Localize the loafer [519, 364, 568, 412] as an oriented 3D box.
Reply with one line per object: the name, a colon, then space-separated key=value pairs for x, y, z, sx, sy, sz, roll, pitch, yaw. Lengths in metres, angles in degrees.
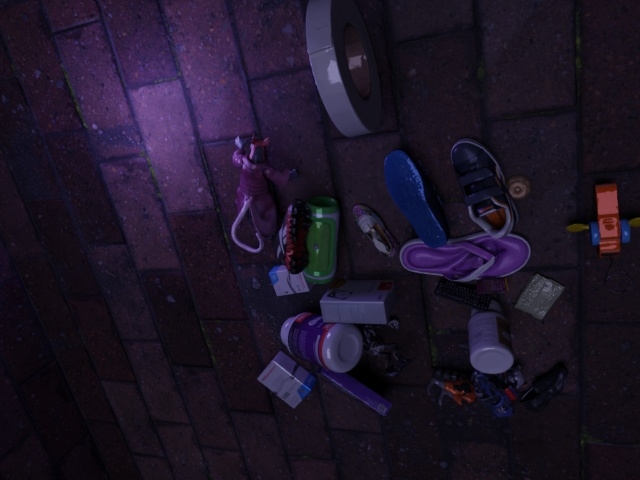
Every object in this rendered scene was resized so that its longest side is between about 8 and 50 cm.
loafer: x=0.775 y=0.513 z=1.719 sx=0.078 sy=0.076 sz=0.223 roll=22 pitch=123 yaw=1

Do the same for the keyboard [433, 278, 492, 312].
keyboard: x=0.482 y=0.174 z=1.662 sx=0.180 sy=0.108 sz=0.023 roll=20 pitch=130 yaw=22

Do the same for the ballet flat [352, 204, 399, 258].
ballet flat: x=0.186 y=-0.027 z=1.694 sx=0.077 sy=0.079 sz=0.221 roll=-36 pitch=97 yaw=31

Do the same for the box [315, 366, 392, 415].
box: x=0.123 y=0.578 z=1.942 sx=0.293 sy=0.057 sz=0.201 roll=33 pitch=162 yaw=3

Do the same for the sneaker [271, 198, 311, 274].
sneaker: x=-0.106 y=-0.023 z=1.686 sx=0.135 sy=0.098 sz=0.276 roll=29 pitch=127 yaw=36

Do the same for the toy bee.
toy bee: x=0.820 y=-0.013 z=1.439 sx=0.195 sy=0.162 sz=0.298 roll=18 pitch=94 yaw=22

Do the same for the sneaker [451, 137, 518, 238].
sneaker: x=0.491 y=-0.153 z=1.487 sx=0.126 sy=0.127 sz=0.321 roll=-28 pitch=101 yaw=42

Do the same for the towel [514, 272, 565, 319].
towel: x=0.713 y=0.184 z=1.621 sx=0.110 sy=0.027 sz=0.148 roll=26 pitch=120 yaw=9

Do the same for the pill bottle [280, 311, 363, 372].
pill bottle: x=-0.006 y=0.369 z=1.844 sx=0.323 sy=0.181 sz=0.181 roll=4 pitch=118 yaw=50

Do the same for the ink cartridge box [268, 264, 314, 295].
ink cartridge box: x=-0.095 y=0.143 z=1.889 sx=0.180 sy=0.060 sz=0.104 roll=-12 pitch=108 yaw=25

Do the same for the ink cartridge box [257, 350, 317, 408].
ink cartridge box: x=-0.141 y=0.587 z=2.095 sx=0.203 sy=0.086 sz=0.148 roll=39 pitch=120 yaw=1

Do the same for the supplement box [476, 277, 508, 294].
supplement box: x=0.562 y=0.150 z=1.622 sx=0.083 sy=0.055 sz=0.043 roll=-2 pitch=76 yaw=-11

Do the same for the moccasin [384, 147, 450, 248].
moccasin: x=0.306 y=-0.137 z=1.581 sx=0.138 sy=0.117 sz=0.342 roll=-16 pitch=106 yaw=35

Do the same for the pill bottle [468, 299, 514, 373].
pill bottle: x=0.548 y=0.304 z=1.610 sx=0.131 sy=0.229 sz=0.131 roll=6 pitch=129 yaw=8

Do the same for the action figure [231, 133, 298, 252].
action figure: x=-0.236 y=-0.192 z=1.677 sx=0.248 sy=0.275 sz=0.370 roll=20 pitch=135 yaw=13

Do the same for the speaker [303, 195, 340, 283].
speaker: x=0.000 y=0.000 z=1.751 sx=0.131 sy=0.131 sz=0.296 roll=10 pitch=117 yaw=16

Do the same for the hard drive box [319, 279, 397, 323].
hard drive box: x=0.139 y=0.215 z=1.764 sx=0.232 sy=0.181 sz=0.089 roll=-2 pitch=110 yaw=21

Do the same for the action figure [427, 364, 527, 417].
action figure: x=0.547 y=0.489 z=1.744 sx=0.330 sy=0.178 sz=0.341 roll=-14 pitch=132 yaw=21

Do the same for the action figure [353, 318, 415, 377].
action figure: x=0.219 y=0.370 z=1.836 sx=0.275 sy=0.141 sz=0.164 roll=49 pitch=133 yaw=25

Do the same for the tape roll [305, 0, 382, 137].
tape roll: x=0.074 y=-0.478 z=1.350 sx=0.072 sy=0.392 sz=0.392 roll=-8 pitch=110 yaw=24

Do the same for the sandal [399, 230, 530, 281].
sandal: x=0.464 y=0.069 z=1.618 sx=0.416 sy=0.102 sz=0.169 roll=-5 pitch=112 yaw=22

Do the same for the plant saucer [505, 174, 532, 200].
plant saucer: x=0.602 y=-0.159 z=1.512 sx=0.083 sy=0.015 sz=0.083 roll=8 pitch=116 yaw=17
